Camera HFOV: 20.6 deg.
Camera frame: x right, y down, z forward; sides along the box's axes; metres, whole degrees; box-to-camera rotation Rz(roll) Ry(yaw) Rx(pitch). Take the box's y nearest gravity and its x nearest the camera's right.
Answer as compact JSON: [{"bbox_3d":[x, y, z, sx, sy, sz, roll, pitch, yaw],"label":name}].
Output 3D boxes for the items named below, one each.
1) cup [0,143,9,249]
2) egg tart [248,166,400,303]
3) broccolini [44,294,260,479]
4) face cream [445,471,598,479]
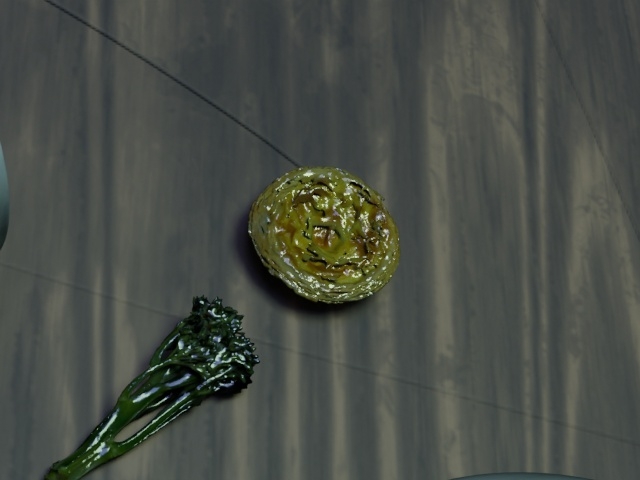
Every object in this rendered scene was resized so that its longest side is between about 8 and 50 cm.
[{"bbox_3d":[-0.403,-0.062,1.155,0.327,0.323,0.237,-23,26,-30],"label":"cup"},{"bbox_3d":[0.000,0.000,1.431,0.129,0.049,0.129,7,60,-13],"label":"egg tart"},{"bbox_3d":[-0.123,0.118,1.295,0.074,0.058,0.201,38,51,14],"label":"broccolini"},{"bbox_3d":[0.119,0.301,1.087,0.312,0.219,0.357,50,40,15],"label":"face cream"}]
